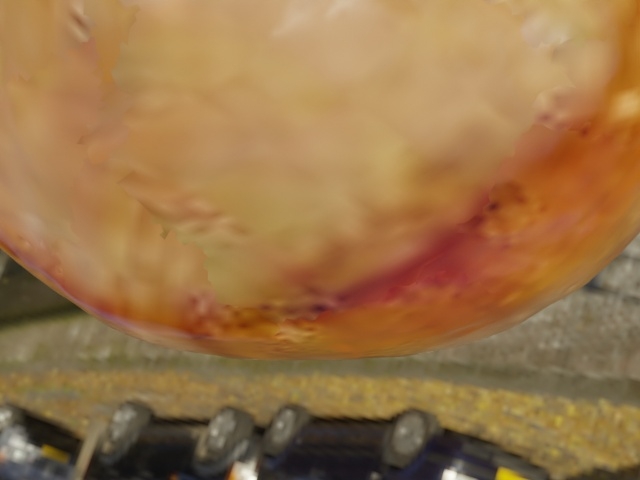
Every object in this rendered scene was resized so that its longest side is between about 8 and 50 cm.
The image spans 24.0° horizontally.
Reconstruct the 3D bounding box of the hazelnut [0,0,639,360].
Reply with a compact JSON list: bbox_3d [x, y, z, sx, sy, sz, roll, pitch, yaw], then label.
[{"bbox_3d":[-0.010,-0.104,0.667,0.372,0.315,0.372,52,-175,-7],"label":"hazelnut"}]
